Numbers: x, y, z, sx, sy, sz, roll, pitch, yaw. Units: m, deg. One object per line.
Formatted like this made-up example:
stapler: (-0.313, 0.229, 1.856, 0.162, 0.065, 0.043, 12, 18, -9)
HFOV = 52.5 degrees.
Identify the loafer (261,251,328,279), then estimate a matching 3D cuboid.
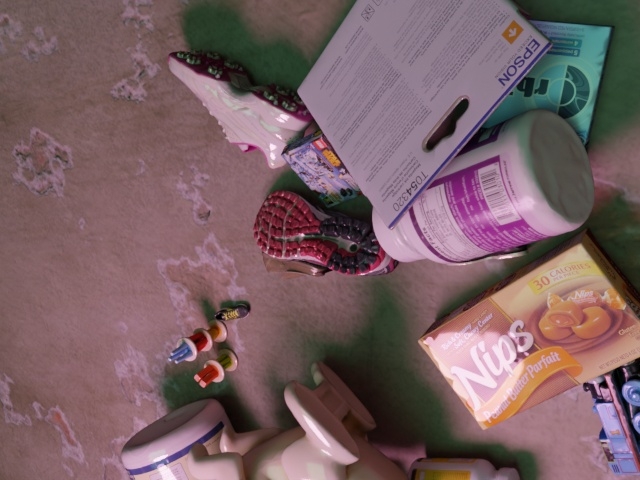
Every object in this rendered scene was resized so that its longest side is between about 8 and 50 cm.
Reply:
loafer: (-0.047, 0.048, 1.224, 0.147, 0.056, 0.050, 14, 113, 37)

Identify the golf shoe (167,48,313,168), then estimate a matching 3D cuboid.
golf shoe: (-0.160, -0.238, 1.163, 0.306, 0.115, 0.140, 32, 122, 19)

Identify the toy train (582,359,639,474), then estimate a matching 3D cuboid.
toy train: (0.468, 0.266, 0.982, 0.105, 0.080, 0.184, -19, 96, 39)

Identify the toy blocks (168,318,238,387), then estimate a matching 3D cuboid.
toy blocks: (-0.246, 0.246, 1.345, 0.054, 0.148, 0.123, -14, 98, 33)

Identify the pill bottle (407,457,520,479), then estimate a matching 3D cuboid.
pill bottle: (0.253, 0.438, 1.145, 0.184, 0.103, 0.103, -11, 100, 33)

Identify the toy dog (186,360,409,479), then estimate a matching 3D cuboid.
toy dog: (-0.062, 0.476, 1.169, 0.408, 0.284, 0.395, -43, 90, 9)

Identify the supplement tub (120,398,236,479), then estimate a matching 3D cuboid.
supplement tub: (-0.256, 0.535, 1.393, 0.235, 0.235, 0.325, -23, 93, 33)

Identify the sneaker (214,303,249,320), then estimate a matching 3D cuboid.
sneaker: (-0.185, 0.154, 1.347, 0.083, 0.035, 0.031, -16, 98, 33)

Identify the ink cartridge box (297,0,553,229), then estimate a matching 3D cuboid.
ink cartridge box: (0.134, -0.237, 0.935, 0.324, 0.071, 0.330, -50, 53, 29)

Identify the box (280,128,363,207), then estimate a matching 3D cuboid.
box: (0.011, -0.122, 1.107, 0.093, 0.027, 0.137, -18, 128, 37)

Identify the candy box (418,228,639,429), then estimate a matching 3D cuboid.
candy box: (0.331, 0.145, 1.013, 0.316, 0.087, 0.183, -39, 85, 34)

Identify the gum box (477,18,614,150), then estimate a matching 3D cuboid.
gum box: (0.317, -0.218, 0.931, 0.156, 0.041, 0.185, 15, 114, 25)

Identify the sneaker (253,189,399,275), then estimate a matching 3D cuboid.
sneaker: (0.000, 0.000, 1.152, 0.299, 0.112, 0.121, 24, 93, 36)

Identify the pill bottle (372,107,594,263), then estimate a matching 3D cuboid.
pill bottle: (0.220, -0.060, 0.945, 0.301, 0.169, 0.169, -21, 95, 49)

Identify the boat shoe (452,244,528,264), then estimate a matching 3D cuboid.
boat shoe: (0.262, 0.013, 1.036, 0.132, 0.049, 0.042, -14, 94, 30)
